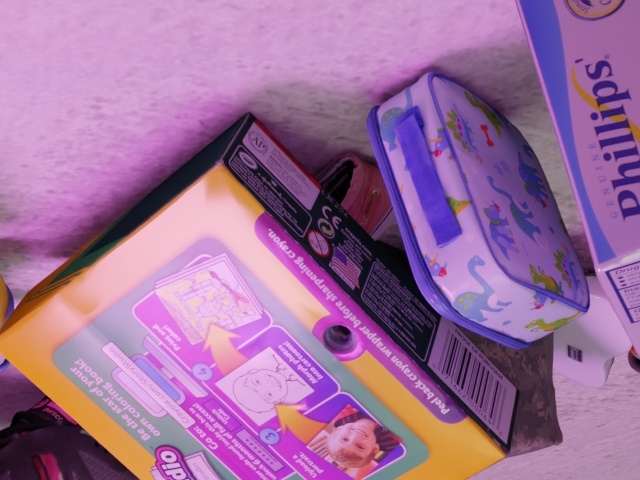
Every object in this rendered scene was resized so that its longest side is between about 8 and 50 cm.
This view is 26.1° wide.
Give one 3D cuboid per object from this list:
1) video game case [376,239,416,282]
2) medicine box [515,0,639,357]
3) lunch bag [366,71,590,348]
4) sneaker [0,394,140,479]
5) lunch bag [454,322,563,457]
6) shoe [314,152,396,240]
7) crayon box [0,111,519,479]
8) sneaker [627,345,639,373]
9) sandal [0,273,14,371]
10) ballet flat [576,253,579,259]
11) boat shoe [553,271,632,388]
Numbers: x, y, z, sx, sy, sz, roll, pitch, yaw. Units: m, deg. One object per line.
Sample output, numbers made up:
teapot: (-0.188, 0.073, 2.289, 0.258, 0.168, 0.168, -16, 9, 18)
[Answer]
video game case: (-0.029, 0.062, 1.490, 0.248, 0.035, 0.275, -27, 151, 29)
medicine box: (0.273, -0.067, 1.084, 0.149, 0.263, 0.289, -18, 154, 13)
lunch bag: (0.129, -0.026, 1.161, 0.090, 0.219, 0.176, -33, 148, 26)
sneaker: (-0.350, 0.265, 1.586, 0.185, 0.202, 0.483, 19, -172, 30)
lunch bag: (0.076, 0.168, 1.508, 0.235, 0.168, 0.287, 0, 175, -41)
shoe: (0.000, 0.000, 1.287, 0.081, 0.063, 0.178, 28, 103, -47)
crayon box: (-0.058, 0.116, 1.252, 0.313, 0.106, 0.363, -35, 107, 31)
sneaker: (0.445, 0.116, 1.722, 0.108, 0.100, 0.271, -7, 155, 2)
sandal: (-0.421, 0.116, 1.349, 0.317, 0.126, 0.138, -16, 158, 13)
ballet flat: (0.196, 0.036, 1.476, 0.222, 0.079, 0.077, 11, 146, -38)
boat shoe: (0.325, 0.084, 1.606, 0.108, 0.102, 0.301, 25, 164, 17)
